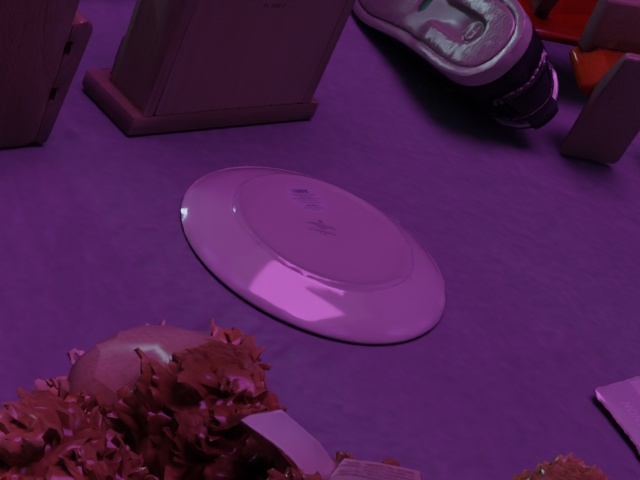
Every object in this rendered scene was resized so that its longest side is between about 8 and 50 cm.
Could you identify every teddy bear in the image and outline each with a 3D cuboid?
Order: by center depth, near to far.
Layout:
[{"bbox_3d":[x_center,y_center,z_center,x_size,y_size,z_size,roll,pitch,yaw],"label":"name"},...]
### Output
[{"bbox_3d":[0.012,0.134,0.476,0.338,0.113,0.245,20,22,7],"label":"teddy bear"}]

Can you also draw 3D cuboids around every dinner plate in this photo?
[{"bbox_3d":[0.000,0.000,0.746,0.141,0.017,0.141,19,29,-11],"label":"dinner plate"}]

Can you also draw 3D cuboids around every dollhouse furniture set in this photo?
[{"bbox_3d":[-0.141,-0.222,0.812,0.286,0.198,0.303,-10,44,-45],"label":"dollhouse furniture set"},{"bbox_3d":[0.248,-0.151,1.054,0.259,0.135,0.262,8,49,-19],"label":"dollhouse furniture set"}]

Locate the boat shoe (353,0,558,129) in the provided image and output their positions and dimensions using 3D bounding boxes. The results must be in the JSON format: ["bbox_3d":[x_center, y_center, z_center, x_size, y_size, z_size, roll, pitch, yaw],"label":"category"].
[{"bbox_3d":[0.083,-0.149,0.999,0.079,0.084,0.233,37,12,-39],"label":"boat shoe"}]

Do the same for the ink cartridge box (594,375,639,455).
[{"bbox_3d":[0.267,0.122,0.734,0.224,0.056,0.181,-14,44,-21],"label":"ink cartridge box"}]
